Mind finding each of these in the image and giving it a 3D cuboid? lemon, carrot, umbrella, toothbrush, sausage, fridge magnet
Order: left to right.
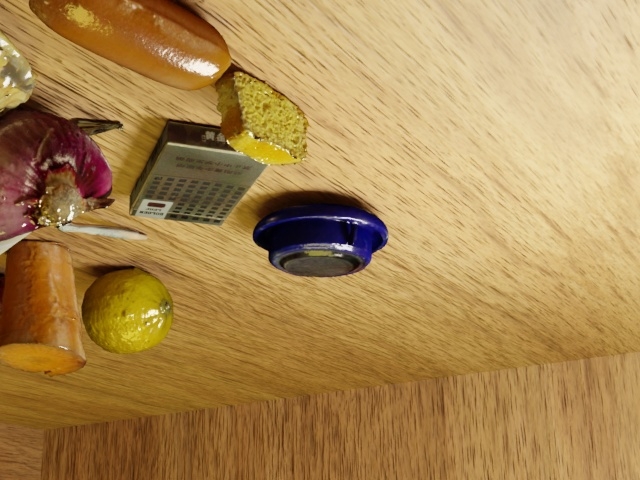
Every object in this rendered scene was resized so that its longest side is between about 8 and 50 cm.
[{"bbox_3d":[-0.571,0.134,2.073,0.196,0.254,0.196,-2,155,-1],"label":"carrot"},{"bbox_3d":[-0.455,-0.026,1.888,0.028,0.037,0.375,24,-172,32],"label":"toothbrush"},{"bbox_3d":[-0.350,-0.177,1.563,0.083,0.020,0.031,-1,121,1],"label":"umbrella"},{"bbox_3d":[-0.431,0.159,2.240,0.231,0.192,0.192,-9,159,24],"label":"lemon"},{"bbox_3d":[-0.227,-0.260,1.219,0.105,0.105,0.274,-17,155,37],"label":"sausage"},{"bbox_3d":[0.000,0.000,1.935,0.265,0.113,0.265,1,161,0],"label":"fridge magnet"}]

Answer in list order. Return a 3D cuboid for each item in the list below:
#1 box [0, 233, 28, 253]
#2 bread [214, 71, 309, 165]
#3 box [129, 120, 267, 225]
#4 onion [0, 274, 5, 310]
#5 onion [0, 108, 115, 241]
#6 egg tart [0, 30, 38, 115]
[{"bbox_3d":[-0.634,-0.047,1.774,0.149,0.067,0.233,-31,150,19],"label":"box"},{"bbox_3d":[-0.088,-0.175,1.462,0.065,0.103,0.187,-10,163,29],"label":"bread"},{"bbox_3d":[-0.212,-0.107,1.720,0.180,0.047,0.325,6,159,-20],"label":"box"},{"bbox_3d":[-0.719,0.150,2.269,0.177,0.153,0.177,1,147,1],"label":"onion"},{"bbox_3d":[-0.488,-0.117,1.510,0.267,0.159,0.348,-26,-153,-37],"label":"onion"},{"bbox_3d":[-0.545,-0.207,1.289,0.351,0.150,0.352,2,162,1],"label":"egg tart"}]
